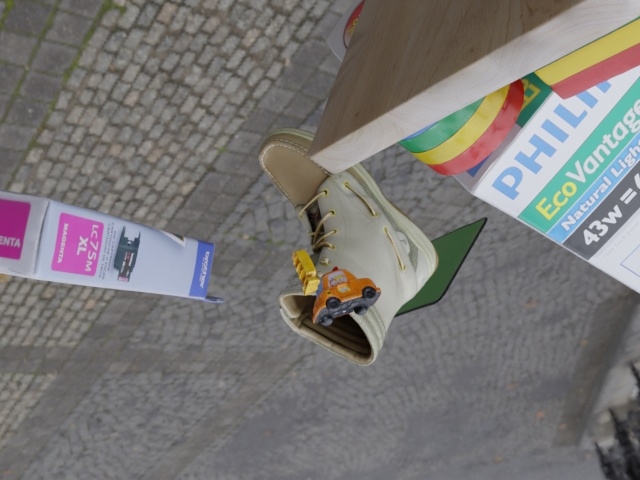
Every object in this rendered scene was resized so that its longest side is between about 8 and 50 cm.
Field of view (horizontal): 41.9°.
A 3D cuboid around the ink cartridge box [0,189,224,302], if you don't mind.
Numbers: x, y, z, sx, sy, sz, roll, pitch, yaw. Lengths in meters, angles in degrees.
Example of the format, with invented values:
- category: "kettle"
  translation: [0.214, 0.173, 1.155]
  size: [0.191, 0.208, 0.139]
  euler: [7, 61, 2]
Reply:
- category: "ink cartridge box"
  translation: [-0.216, 0.005, 0.698]
  size: [0.185, 0.065, 0.311]
  euler: [8, 174, 18]

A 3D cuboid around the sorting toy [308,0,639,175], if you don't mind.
- category: "sorting toy"
  translation: [0.133, -0.171, 0.562]
  size: [0.089, 0.257, 0.255]
  euler: [34, 147, -25]

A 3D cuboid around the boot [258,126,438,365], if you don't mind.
- category: "boot"
  translation: [0.000, 0.000, 0.775]
  size: [0.077, 0.213, 0.165]
  euler: [-46, -178, 43]

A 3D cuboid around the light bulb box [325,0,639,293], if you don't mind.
- category: "light bulb box"
  translation: [0.255, -0.147, 0.856]
  size: [0.361, 0.358, 0.225]
  euler: [26, 110, -34]

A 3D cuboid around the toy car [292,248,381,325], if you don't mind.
- category: "toy car"
  translation: [0.013, 0.027, 0.641]
  size: [0.060, 0.040, 0.122]
  euler: [-22, 157, -3]

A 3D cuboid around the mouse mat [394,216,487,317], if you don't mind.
- category: "mouse mat"
  translation: [0.136, 0.045, 1.113]
  size: [0.007, 0.152, 0.189]
  euler: [42, 149, -11]
